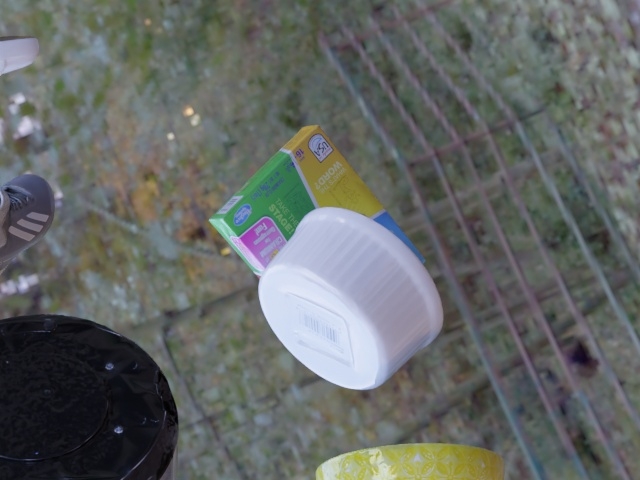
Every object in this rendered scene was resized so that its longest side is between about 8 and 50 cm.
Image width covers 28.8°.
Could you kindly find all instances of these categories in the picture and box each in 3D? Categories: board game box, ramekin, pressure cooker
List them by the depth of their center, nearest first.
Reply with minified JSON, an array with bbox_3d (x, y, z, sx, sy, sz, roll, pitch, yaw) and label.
[{"bbox_3d":[-0.372,0.360,1.662,0.375,0.370,0.420,-124,29,-43],"label":"pressure cooker"},{"bbox_3d":[0.037,0.097,1.903,0.277,0.135,0.277,29,145,23],"label":"ramekin"},{"bbox_3d":[0.000,0.000,2.125,0.316,0.242,0.064,50,160,-18],"label":"board game box"}]

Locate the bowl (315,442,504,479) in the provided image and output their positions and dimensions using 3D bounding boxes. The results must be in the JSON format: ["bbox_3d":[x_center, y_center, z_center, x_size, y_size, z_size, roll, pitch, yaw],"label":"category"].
[{"bbox_3d":[0.139,0.415,1.865,0.289,0.289,0.156,75,-169,-65],"label":"bowl"}]

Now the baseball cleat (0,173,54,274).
[{"bbox_3d":[-0.323,-0.028,1.279,0.206,0.072,0.109,-71,0,-52],"label":"baseball cleat"}]

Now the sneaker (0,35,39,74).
[{"bbox_3d":[-0.515,-0.200,1.703,0.106,0.290,0.123,-125,19,-74],"label":"sneaker"}]
